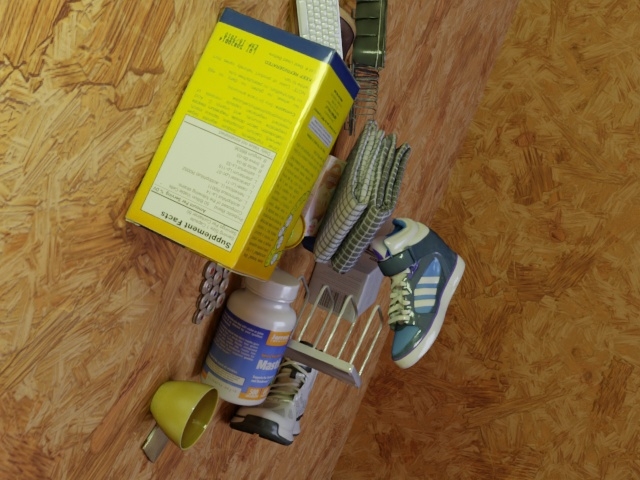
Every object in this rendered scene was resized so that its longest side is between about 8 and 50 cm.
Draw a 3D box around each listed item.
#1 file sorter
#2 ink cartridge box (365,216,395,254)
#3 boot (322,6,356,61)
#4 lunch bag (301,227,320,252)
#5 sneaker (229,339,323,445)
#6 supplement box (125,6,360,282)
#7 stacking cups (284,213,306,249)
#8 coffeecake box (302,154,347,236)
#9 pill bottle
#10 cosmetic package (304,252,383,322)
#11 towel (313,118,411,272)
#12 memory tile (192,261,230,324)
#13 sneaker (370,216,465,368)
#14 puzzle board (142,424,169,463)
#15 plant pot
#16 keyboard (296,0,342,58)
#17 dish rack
[{"bbox_3d":[-0.013,0.197,2.096,0.193,0.278,0.173,69,43,-69],"label":"file sorter"},{"bbox_3d":[0.131,-0.018,2.300,0.100,0.237,0.172,-65,164,-3],"label":"ink cartridge box"},{"bbox_3d":[-0.012,-0.307,1.670,0.207,0.090,0.248,-64,168,-12],"label":"boot"},{"bbox_3d":[0.000,0.000,2.159,0.067,0.098,0.065,-57,161,-10],"label":"lunch bag"},{"bbox_3d":[-0.106,0.376,2.339,0.447,0.169,0.257,52,55,-81],"label":"sneaker"},{"bbox_3d":[-0.113,-0.140,1.404,0.356,0.194,0.195,-64,164,-2],"label":"supplement box"},{"bbox_3d":[-0.131,-0.025,1.736,0.096,0.096,0.316,-68,160,10],"label":"stacking cups"},{"bbox_3d":[-0.021,-0.106,1.986,0.185,0.068,0.142,-67,166,6],"label":"coffeecake box"},{"bbox_3d":[-0.140,0.194,1.894,0.272,0.152,0.152,-68,164,14],"label":"pill bottle"},{"bbox_3d":[0.075,0.103,2.461,0.184,0.151,0.151,-35,146,-63],"label":"cosmetic package"},{"bbox_3d":[0.094,-0.096,2.037,0.235,0.121,0.283,121,-10,-47],"label":"towel"},{"bbox_3d":[-0.207,0.088,1.776,0.113,0.012,0.148,-41,151,-56],"label":"memory tile"},{"bbox_3d":[0.178,0.103,2.079,0.322,0.236,0.130,-60,-164,-23],"label":"sneaker"},{"bbox_3d":[-0.321,0.388,1.860,0.128,0.011,0.096,-58,162,-26],"label":"puzzle board"},{"bbox_3d":[-0.273,0.326,1.761,0.134,0.095,0.134,-56,162,-29],"label":"plant pot"},{"bbox_3d":[0.000,-0.350,1.583,0.014,0.072,0.256,-118,-161,-57],"label":"keyboard"},{"bbox_3d":[0.091,-0.354,1.846,0.271,0.074,0.208,93,3,-54],"label":"dish rack"}]
